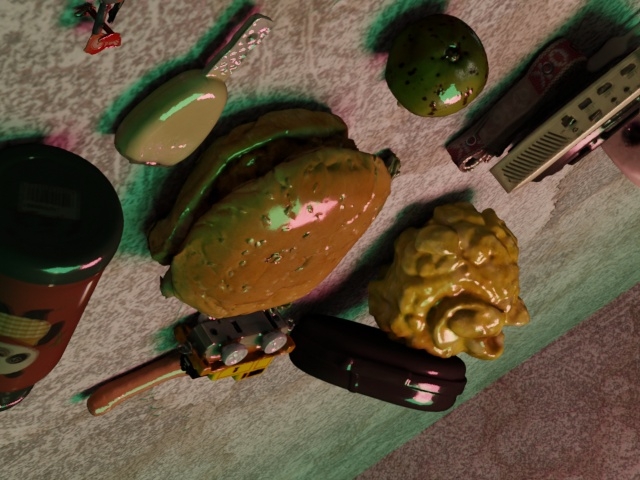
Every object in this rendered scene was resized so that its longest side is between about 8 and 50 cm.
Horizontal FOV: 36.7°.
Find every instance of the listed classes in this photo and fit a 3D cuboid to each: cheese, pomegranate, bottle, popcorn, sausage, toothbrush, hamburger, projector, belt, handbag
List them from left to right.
[{"bbox_3d":[-0.303,0.059,0.958,0.144,0.144,0.336,-16,154,-36],"label":"bottle"},{"bbox_3d":[-0.266,0.213,1.459,0.186,0.043,0.043,-22,156,-22],"label":"sausage"},{"bbox_3d":[-0.113,-0.144,0.919,0.192,0.037,0.097,-42,157,24],"label":"cheese"},{"bbox_3d":[-0.059,-0.020,1.121,0.260,0.144,0.283,-17,159,-40],"label":"hamburger"},{"bbox_3d":[0.094,0.206,1.622,0.254,0.308,0.093,-78,-176,-86],"label":"handbag"},{"bbox_3d":[0.122,-0.188,1.071,0.115,0.114,0.142,-24,-179,-20],"label":"pomegranate"},{"bbox_3d":[0.220,0.068,1.576,0.242,0.235,0.250,1,132,-25],"label":"popcorn"},{"bbox_3d":[0.274,-0.183,1.340,0.232,0.053,0.071,-45,159,28],"label":"belt"},{"bbox_3d":[0.377,-0.171,1.370,0.257,0.079,0.259,-41,174,24],"label":"projector"},{"bbox_3d":[0.534,-0.368,1.312,0.418,0.042,0.040,-41,166,25],"label":"toothbrush"}]

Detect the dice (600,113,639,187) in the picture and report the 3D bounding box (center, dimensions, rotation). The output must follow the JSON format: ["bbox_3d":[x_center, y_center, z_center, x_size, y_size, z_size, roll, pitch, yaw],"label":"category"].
[{"bbox_3d":[0.559,-0.189,1.526,0.193,0.194,0.192,-3,145,-49],"label":"dice"}]

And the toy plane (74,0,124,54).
[{"bbox_3d":[-0.159,-0.199,0.743,0.060,0.037,0.145,-26,155,-44],"label":"toy plane"}]

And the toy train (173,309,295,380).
[{"bbox_3d":[-0.133,0.159,1.456,0.219,0.089,0.127,-10,143,-43],"label":"toy train"}]

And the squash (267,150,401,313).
[{"bbox_3d":[0.000,0.001,1.340,0.318,0.071,0.080,-49,-167,28],"label":"squash"}]
